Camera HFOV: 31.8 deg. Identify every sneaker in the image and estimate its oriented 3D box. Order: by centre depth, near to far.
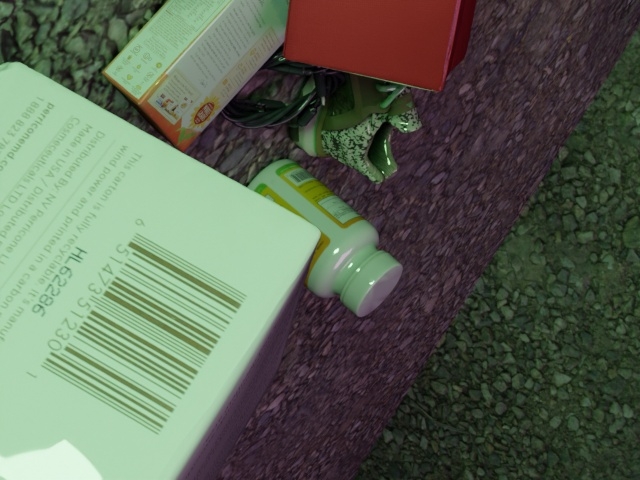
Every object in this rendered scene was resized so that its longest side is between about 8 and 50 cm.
[{"bbox_3d":[0.085,-0.234,1.538,0.158,0.182,0.410,-38,157,-30],"label":"sneaker"}]

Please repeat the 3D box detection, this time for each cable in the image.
[{"bbox_3d":[-0.049,-0.196,1.445,0.151,0.047,0.184,-32,154,30],"label":"cable"}]

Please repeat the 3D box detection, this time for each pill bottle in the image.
[{"bbox_3d":[0.000,0.000,1.683,0.136,0.246,0.136,-42,158,-21],"label":"pill bottle"}]

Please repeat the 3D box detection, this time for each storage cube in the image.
[{"bbox_3d":[0.078,-0.297,1.273,0.183,0.215,0.193,-55,156,-64],"label":"storage cube"}]

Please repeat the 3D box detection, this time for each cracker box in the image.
[{"bbox_3d":[-0.124,-0.228,1.279,0.232,0.067,0.155,-48,161,-4],"label":"cracker box"}]

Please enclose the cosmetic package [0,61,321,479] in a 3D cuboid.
[{"bbox_3d":[-0.235,0.118,1.068,0.329,0.327,0.393,-59,174,-27],"label":"cosmetic package"}]
